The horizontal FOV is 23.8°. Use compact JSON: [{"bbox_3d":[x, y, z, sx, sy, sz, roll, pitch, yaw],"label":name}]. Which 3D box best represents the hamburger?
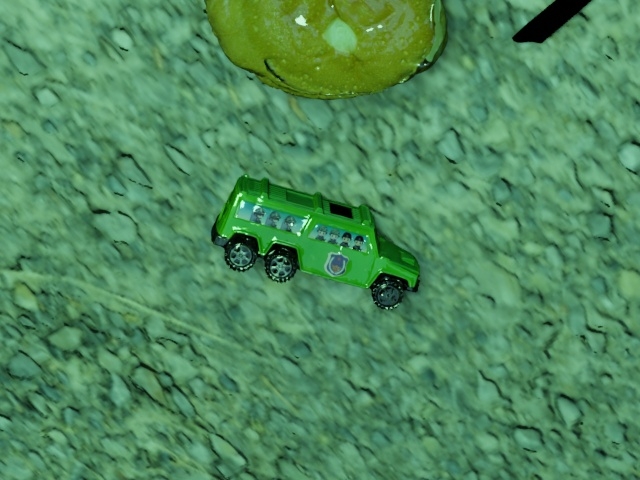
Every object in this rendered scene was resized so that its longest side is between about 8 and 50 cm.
[{"bbox_3d":[0.010,-0.184,1.034,0.177,0.113,0.185,40,108,-13],"label":"hamburger"}]

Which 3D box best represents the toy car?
[{"bbox_3d":[0.000,0.000,1.165,0.165,0.071,0.062,15,107,-6],"label":"toy car"}]

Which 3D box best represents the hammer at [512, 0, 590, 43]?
[{"bbox_3d":[0.209,-0.189,1.064,0.178,0.021,0.065,-39,113,24],"label":"hammer"}]
